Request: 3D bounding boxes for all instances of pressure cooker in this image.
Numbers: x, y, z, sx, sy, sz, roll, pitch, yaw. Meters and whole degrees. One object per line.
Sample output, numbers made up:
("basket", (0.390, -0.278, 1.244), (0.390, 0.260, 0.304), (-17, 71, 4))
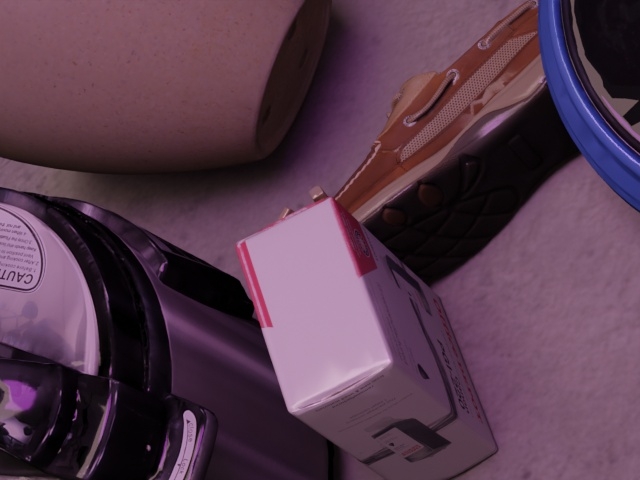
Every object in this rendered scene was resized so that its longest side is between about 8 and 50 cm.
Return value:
("pressure cooker", (-0.224, 0.161, 1.483), (0.370, 0.420, 0.375), (-36, 55, 14))

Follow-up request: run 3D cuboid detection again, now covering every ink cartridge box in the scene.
("ink cartridge box", (0.039, 0.086, 1.481), (0.092, 0.218, 0.158), (-27, 58, 12))

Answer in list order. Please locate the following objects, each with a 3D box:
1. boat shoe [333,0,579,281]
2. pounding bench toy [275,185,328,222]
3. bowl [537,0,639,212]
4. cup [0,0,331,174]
("boat shoe", (0.113, -0.081, 1.582), (0.324, 0.122, 0.120), (-38, 49, 2))
("pounding bench toy", (0.000, 0.000, 1.645), (0.065, 0.052, 0.083), (27, 84, 36))
("bowl", (0.355, -0.182, 1.427), (0.391, 0.077, 0.391), (-4, 74, 13))
("cup", (-0.129, -0.191, 1.676), (0.237, 0.331, 0.331), (21, 80, 11))
